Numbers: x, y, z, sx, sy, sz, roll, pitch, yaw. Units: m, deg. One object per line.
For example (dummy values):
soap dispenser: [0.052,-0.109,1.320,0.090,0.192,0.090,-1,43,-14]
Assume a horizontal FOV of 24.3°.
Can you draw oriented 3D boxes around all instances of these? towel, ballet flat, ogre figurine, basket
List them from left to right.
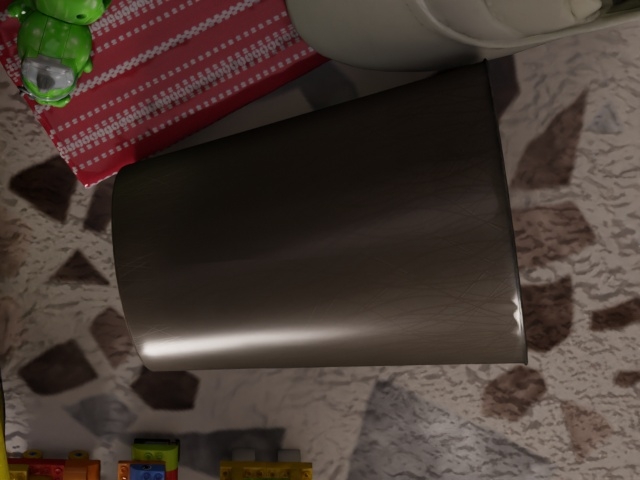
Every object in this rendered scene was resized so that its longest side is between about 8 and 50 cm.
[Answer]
ogre figurine: [-0.130,-0.161,0.816,0.097,0.118,0.197,34,102,-16]
towel: [-0.127,-0.190,0.885,0.199,0.031,0.275,-27,109,5]
basket: [0.000,0.000,0.892,0.227,0.154,0.204,-8,133,5]
ballet flat: [0.177,-0.178,0.837,0.400,0.139,0.139,-11,109,-2]

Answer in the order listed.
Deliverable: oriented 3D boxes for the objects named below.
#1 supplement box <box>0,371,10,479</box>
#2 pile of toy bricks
supplement box: [-0.288,-0.003,0.821,0.195,0.194,0.356,-9,116,-11]
pile of toy bricks: [-0.112,0.200,0.977,0.212,0.105,0.118,1,109,-2]
